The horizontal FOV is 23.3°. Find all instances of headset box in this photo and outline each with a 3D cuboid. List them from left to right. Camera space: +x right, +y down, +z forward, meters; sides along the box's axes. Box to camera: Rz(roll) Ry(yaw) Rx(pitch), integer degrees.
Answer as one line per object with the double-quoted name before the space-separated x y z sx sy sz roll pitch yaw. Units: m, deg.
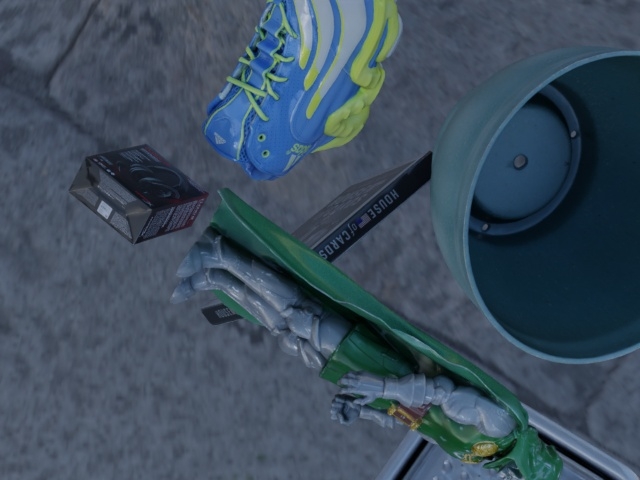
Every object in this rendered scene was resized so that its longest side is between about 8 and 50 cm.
"headset box" -0.121 -0.033 1.061 0.062 0.083 0.032 39 116 16

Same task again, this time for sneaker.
"sneaker" -0.017 -0.111 1.054 0.091 0.240 0.126 40 69 19

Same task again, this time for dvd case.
"dvd case" 0.000 0.000 1.581 0.238 0.179 0.029 -41 99 -23

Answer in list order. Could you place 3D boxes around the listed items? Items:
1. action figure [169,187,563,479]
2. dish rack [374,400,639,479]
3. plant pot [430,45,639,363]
"action figure" 0.029 0.068 0.832 0.232 0.137 0.063 31 72 3
"dish rack" 0.185 0.353 1.780 0.285 0.072 0.333 30 73 20
"plant pot" 0.223 -0.055 1.469 0.293 0.196 0.293 -7 110 -20
